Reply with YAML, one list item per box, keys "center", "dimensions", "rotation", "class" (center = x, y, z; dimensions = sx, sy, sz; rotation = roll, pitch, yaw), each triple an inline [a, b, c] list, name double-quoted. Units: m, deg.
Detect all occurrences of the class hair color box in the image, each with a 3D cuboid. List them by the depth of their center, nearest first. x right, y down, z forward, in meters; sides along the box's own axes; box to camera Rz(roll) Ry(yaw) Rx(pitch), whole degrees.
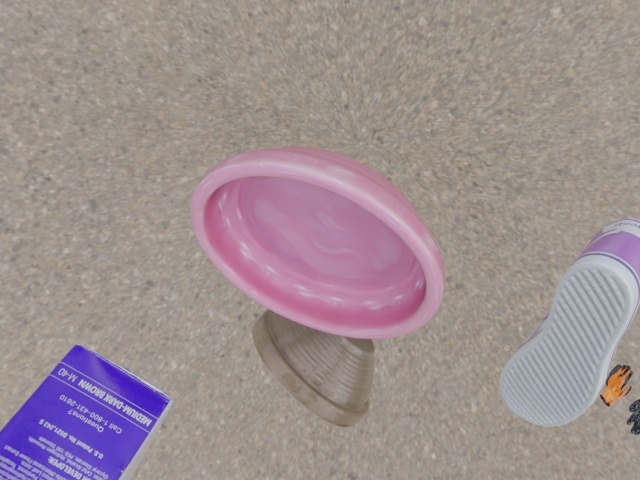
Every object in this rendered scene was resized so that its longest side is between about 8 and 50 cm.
- center: [-0.259, 0.264, 0.505]
  dimensions: [0.110, 0.339, 0.185]
  rotation: [30, 131, -3]
  class: "hair color box"

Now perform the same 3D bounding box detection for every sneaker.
- center: [0.314, 0.098, 0.786]
  dimensions: [0.102, 0.161, 0.282]
  rotation: [32, 135, 18]
  class: "sneaker"

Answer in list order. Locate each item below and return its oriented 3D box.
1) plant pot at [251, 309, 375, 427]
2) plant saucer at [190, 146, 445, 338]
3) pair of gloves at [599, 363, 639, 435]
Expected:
- center: [0.012, 0.178, 1.086]
  dimensions: [0.237, 0.237, 0.110]
  rotation: [43, 103, -3]
  class: "plant pot"
- center: [0.000, 0.000, 0.839]
  dimensions: [0.332, 0.332, 0.084]
  rotation: [25, 56, 0]
  class: "plant saucer"
- center: [0.404, 0.207, 0.867]
  dimensions: [0.074, 0.010, 0.083]
  rotation: [-37, 85, -31]
  class: "pair of gloves"
